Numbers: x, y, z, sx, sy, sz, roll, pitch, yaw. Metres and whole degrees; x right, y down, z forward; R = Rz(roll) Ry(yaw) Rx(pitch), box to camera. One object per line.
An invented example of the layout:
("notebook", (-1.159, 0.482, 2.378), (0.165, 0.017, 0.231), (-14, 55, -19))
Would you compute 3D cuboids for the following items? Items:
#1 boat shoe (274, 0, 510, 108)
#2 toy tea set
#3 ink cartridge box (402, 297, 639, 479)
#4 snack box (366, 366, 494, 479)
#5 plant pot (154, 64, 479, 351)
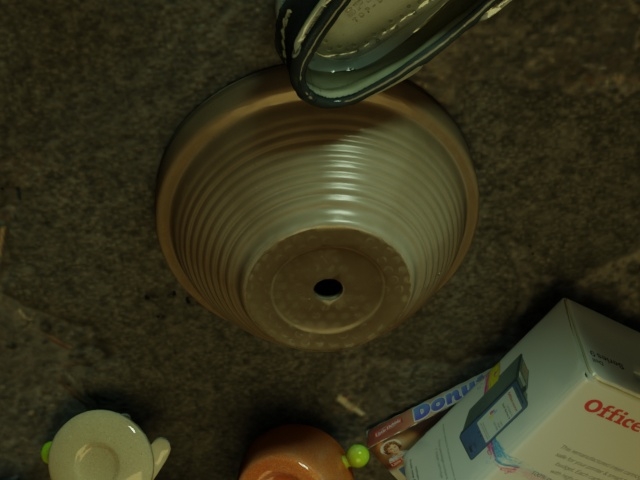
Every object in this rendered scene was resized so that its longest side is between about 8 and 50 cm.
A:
("boat shoe", (0.096, -0.191, 1.037), (0.114, 0.091, 0.302), (33, 119, -28))
("toy tea set", (-0.123, 0.231, 1.355), (0.336, 0.124, 0.200), (12, 94, 7))
("ink cartridge box", (0.191, 0.165, 1.311), (0.154, 0.093, 0.212), (23, 125, -27))
("snack box", (0.129, 0.142, 1.360), (0.178, 0.022, 0.064), (-29, 128, 17))
("plant pot", (0.000, 0.000, 1.175), (0.237, 0.110, 0.237), (-2, 129, -3))
